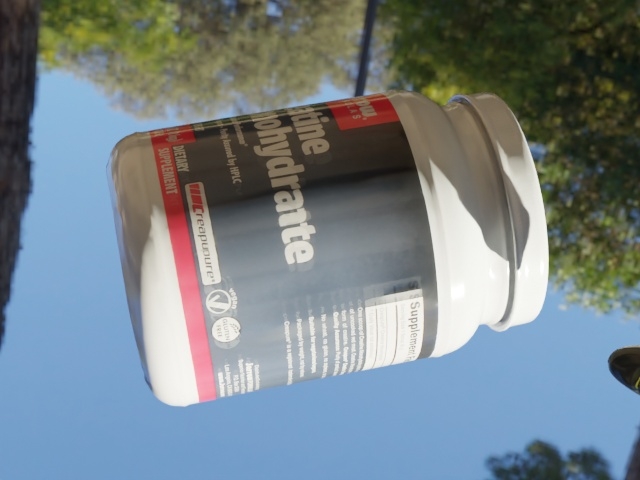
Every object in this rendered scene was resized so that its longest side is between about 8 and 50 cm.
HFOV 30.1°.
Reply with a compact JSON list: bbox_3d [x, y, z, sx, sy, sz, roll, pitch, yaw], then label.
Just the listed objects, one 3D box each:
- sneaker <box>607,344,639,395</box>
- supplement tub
[{"bbox_3d":[0.211,0.089,0.717,0.083,0.031,0.035,27,-163,25],"label":"sneaker"},{"bbox_3d":[0.000,0.000,0.828,0.272,0.191,0.191,-10,-150,-8],"label":"supplement tub"}]
